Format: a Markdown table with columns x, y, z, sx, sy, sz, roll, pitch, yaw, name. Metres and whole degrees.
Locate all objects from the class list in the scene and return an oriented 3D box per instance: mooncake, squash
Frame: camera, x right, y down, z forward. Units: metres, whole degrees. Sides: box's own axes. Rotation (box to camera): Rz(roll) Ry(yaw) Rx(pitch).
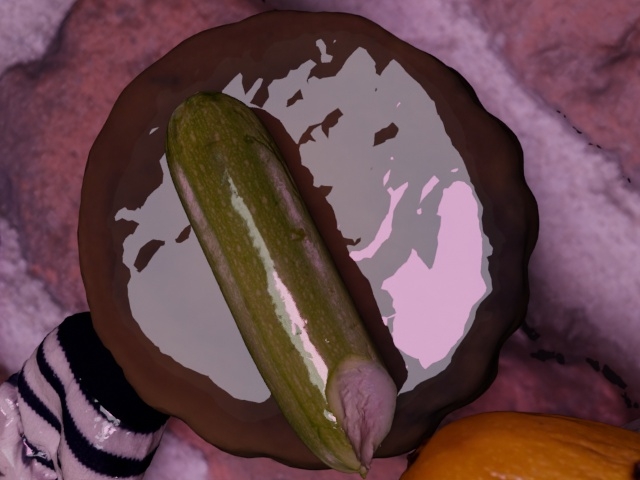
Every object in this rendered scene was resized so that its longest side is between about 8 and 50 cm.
| x | y | z | sx | sy | sz | roll | pitch | yaw | name |
| --- | --- | --- | --- | --- | --- | --- | --- | --- | --- |
| 0.000 | 0.000 | 0.862 | 0.290 | 0.161 | 0.291 | 0 | 89 | 11 | mooncake |
| -0.022 | 0.023 | 0.748 | 0.069 | 0.069 | 0.239 | -27 | 83 | 11 | squash |

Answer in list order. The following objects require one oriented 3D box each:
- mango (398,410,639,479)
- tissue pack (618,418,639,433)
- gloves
| x | y | z | sx | sy | sz | roll | pitch | yaw | name |
| --- | --- | --- | --- | --- | --- | --- | --- | --- | --- |
| 0.171 | 0.201 | 0.728 | 0.294 | 0.120 | 0.177 | 27 | 91 | 12 | mango |
| 0.249 | 0.241 | 0.831 | 0.201 | 0.124 | 0.271 | -25 | 86 | 14 | tissue pack |
| -0.195 | 0.161 | 0.933 | 0.140 | 0.131 | 0.219 | 36 | 123 | -5 | gloves |
